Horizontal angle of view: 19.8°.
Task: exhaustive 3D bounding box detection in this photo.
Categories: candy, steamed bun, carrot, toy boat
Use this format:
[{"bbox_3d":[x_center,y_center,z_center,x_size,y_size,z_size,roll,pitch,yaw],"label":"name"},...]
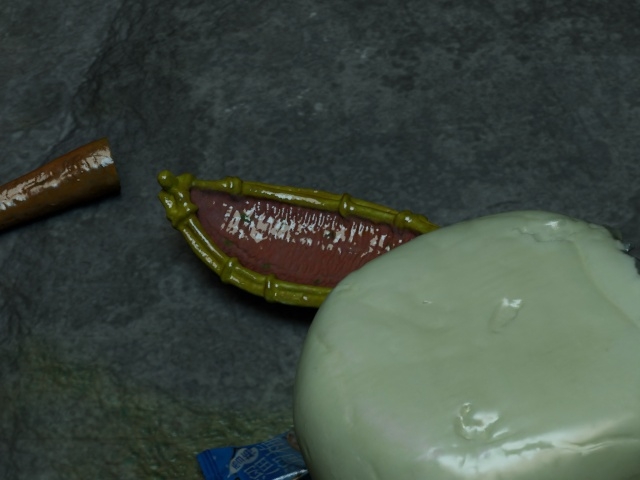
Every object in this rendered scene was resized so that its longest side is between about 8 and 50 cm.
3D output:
[{"bbox_3d":[-0.031,0.194,1.574,0.136,0.038,0.088,-14,33,-12],"label":"candy"},{"bbox_3d":[0.142,0.152,1.448,0.312,0.233,0.334,-16,38,-1],"label":"steamed bun"},{"bbox_3d":[-0.305,-0.035,1.828,0.224,0.057,0.057,-23,48,-7],"label":"carrot"},{"bbox_3d":[-0.001,0.004,1.704,0.318,0.099,0.141,13,54,17],"label":"toy boat"}]
